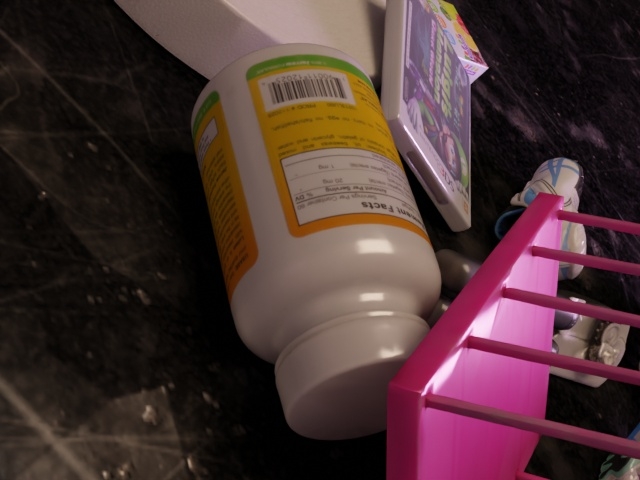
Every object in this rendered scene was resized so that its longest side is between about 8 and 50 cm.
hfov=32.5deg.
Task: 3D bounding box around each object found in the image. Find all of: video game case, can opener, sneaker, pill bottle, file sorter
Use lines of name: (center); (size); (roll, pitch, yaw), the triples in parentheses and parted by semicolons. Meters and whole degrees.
video game case: (0.101, -0.131, 1.013); (0.173, 0.022, 0.190); (50, 36, -47)
can opener: (0.178, 0.070, 0.963); (0.280, 0.074, 0.093); (19, 8, -43)
sneaker: (0.219, -0.029, 1.102); (0.086, 0.085, 0.237); (8, 22, 8)
sneaker: (0.269, 0.224, 0.930); (0.069, 0.038, 0.098); (44, 41, -13)
pill bottle: (0.000, 0.000, 0.728); (0.136, 0.136, 0.245); (19, 43, -41)
file sorter: (0.176, 0.125, 0.674); (0.182, 0.202, 0.291); (11, 27, 23)

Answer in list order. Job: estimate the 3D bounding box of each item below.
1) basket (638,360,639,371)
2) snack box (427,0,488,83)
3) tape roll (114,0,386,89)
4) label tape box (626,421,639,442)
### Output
basket: (0.495, 0.128, 1.127); (0.289, 0.201, 0.255); (25, 25, 20)
snack box: (0.117, -0.233, 1.223); (0.141, 0.037, 0.100); (8, 50, -48)
tape roll: (-0.077, -0.280, 0.996); (0.392, 0.072, 0.392); (33, 34, -26)
label tape box: (0.444, 0.274, 0.906); (0.348, 0.115, 0.249); (42, 4, -7)
